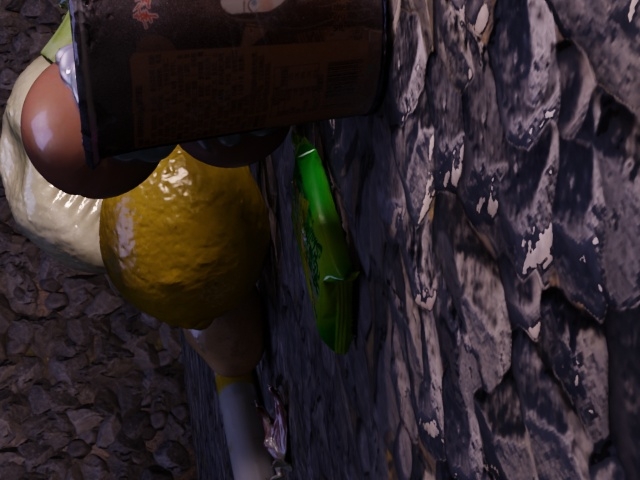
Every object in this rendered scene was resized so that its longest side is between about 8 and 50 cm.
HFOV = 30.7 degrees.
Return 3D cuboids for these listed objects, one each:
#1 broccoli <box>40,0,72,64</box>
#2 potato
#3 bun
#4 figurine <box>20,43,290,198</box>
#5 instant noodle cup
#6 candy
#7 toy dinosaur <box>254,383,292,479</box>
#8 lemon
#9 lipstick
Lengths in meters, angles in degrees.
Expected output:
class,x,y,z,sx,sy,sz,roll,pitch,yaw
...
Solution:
class,x,y,z,sx,sy,sz,roll,pitch,yaw
broccoli,-0.250,-0.324,1.534,0.260,0.288,0.235,-57,-11,16
potato,-0.123,0.105,1.512,0.112,0.112,0.147,139,118,-77
bun,-0.299,-0.115,1.715,0.227,0.353,0.348,-16,54,69
figurine,-0.137,-0.247,1.008,0.248,0.277,0.388,-9,97,51
instant noodle cup,-0.072,-0.164,0.812,0.217,0.207,0.217,175,90,-80
candy,-0.001,0.000,0.996,0.102,0.032,0.178,95,165,-46
toy dinosaur,-0.058,0.243,1.437,0.220,0.032,0.108,93,163,-49
lemon,-0.161,-0.011,1.380,0.204,0.204,0.260,-117,22,-62
lipstick,-0.102,0.269,1.608,0.264,0.059,0.059,-106,15,-46
